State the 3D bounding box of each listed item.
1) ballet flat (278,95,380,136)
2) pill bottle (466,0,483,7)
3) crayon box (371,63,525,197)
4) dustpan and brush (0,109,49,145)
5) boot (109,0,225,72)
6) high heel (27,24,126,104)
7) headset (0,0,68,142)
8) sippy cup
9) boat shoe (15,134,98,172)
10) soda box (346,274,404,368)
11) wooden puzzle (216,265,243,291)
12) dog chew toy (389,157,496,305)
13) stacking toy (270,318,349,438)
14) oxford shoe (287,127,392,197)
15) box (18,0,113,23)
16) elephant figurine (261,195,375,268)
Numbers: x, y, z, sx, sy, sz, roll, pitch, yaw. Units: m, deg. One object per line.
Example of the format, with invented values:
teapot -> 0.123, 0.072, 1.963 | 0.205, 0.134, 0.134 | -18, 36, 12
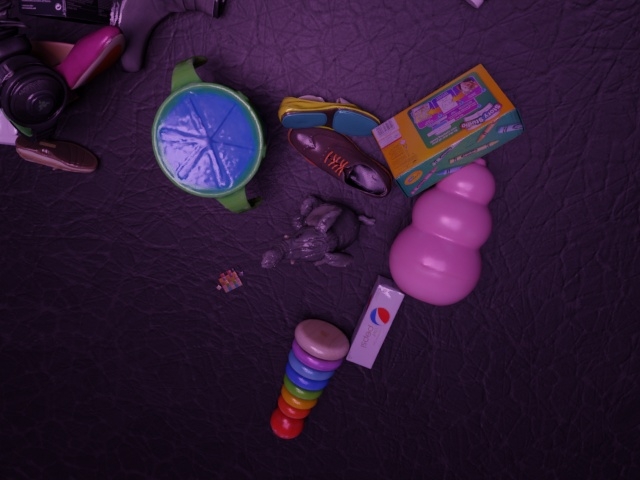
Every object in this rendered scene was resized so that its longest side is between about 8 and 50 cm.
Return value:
ballet flat -> 0.020, -0.286, 1.318 | 0.231, 0.077, 0.077 | 3, 146, -11
pill bottle -> 0.347, -0.543, 1.216 | 0.067, 0.067, 0.120 | 39, 106, -6
crayon box -> 0.264, -0.233, 1.258 | 0.278, 0.165, 0.081 | -30, 140, 13
dustpan and brush -> -0.727, -0.324, 1.400 | 0.147, 0.060, 0.211 | 6, 107, 4
boot -> -0.322, -0.511, 1.280 | 0.222, 0.118, 0.338 | 13, 112, -4
high heel -> -0.555, -0.405, 1.253 | 0.377, 0.127, 0.181 | -19, 114, 42
headset -> -0.636, -0.335, 1.167 | 0.243, 0.185, 0.394 | 53, 149, 1
sippy cup -> -0.215, -0.227, 1.287 | 0.240, 0.224, 0.305 | 16, 107, 2
boat shoe -> -0.634, -0.200, 1.432 | 0.190, 0.068, 0.072 | 19, 142, -8
soda box -> 0.133, 0.199, 1.450 | 0.069, 0.074, 0.216 | 21, 107, -1
wooden puzzle -> -0.229, 0.100, 1.497 | 0.083, 0.006, 0.049 | -25, 102, 12
dog chew toy -> 0.283, -0.028, 1.313 | 0.206, 0.206, 0.332 | 20, 99, 0
stacking toy -> -0.046, 0.369, 1.495 | 0.141, 0.141, 0.330 | 21, 111, 0
oxford shoe -> 0.046, -0.184, 1.336 | 0.271, 0.098, 0.097 | 28, 107, -2
box -> -0.504, -0.544, 1.208 | 0.103, 0.261, 0.184 | 7, 106, 4
elephant figurine -> 0.000, 0.000, 1.321 | 0.169, 0.239, 0.186 | 38, 106, -5
